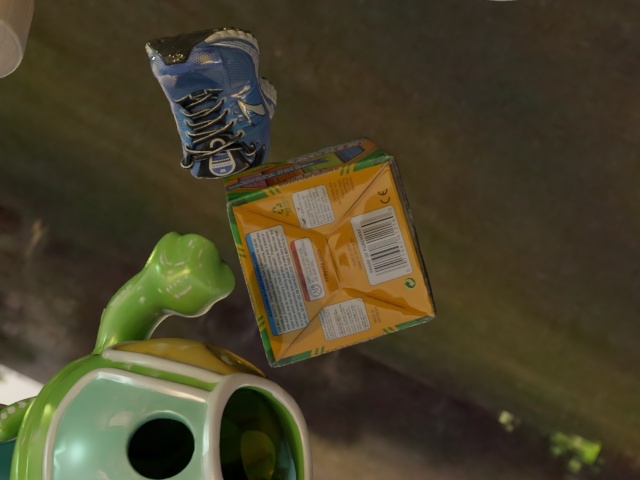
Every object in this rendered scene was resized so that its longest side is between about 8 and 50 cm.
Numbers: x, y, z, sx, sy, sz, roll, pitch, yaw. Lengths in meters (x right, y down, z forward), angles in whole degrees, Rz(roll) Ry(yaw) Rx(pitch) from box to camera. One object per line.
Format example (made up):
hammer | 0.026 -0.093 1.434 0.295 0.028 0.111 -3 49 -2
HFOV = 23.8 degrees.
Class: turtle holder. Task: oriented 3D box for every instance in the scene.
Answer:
turtle holder | -0.117 0.180 1.294 0.227 0.320 0.243 -24 121 39

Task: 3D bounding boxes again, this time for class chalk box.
chalk box | 0.000 0.000 1.637 0.179 0.180 0.289 -16 -171 -2

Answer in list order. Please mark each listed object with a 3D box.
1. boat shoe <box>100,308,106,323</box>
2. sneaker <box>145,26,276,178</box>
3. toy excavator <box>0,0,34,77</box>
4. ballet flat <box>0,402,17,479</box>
boat shoe | -0.225 0.185 1.939 0.081 0.227 0.079 -5 146 -25
sneaker | -0.122 -0.160 1.889 0.130 0.147 0.330 -8 162 13
toy excavator | -0.577 -0.320 1.605 0.433 0.222 0.445 -7 147 18
ballet flat | -0.395 0.210 1.535 0.139 0.139 0.400 24 -179 17
